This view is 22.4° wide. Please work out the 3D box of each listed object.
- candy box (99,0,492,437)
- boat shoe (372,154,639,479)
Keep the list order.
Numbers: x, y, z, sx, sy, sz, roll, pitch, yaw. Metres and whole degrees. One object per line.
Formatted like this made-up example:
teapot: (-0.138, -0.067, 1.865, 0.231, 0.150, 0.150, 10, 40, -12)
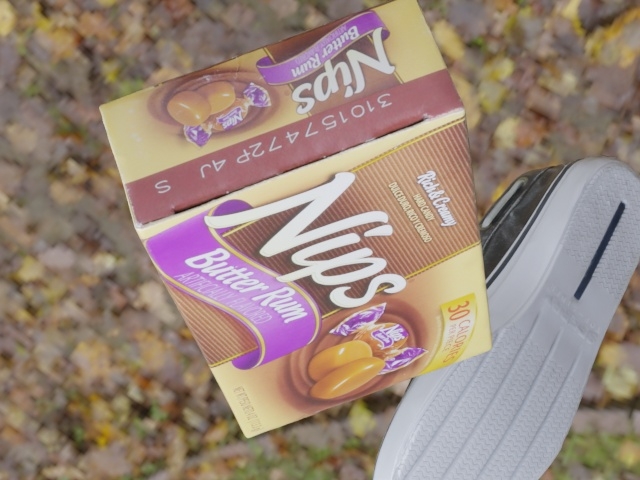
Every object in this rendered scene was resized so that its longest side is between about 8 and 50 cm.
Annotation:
candy box: (0.000, 0.000, 0.577, 0.109, 0.053, 0.187, -20, 153, -2)
boat shoe: (0.131, 0.080, 1.211, 0.121, 0.335, 0.119, 47, 155, -23)
